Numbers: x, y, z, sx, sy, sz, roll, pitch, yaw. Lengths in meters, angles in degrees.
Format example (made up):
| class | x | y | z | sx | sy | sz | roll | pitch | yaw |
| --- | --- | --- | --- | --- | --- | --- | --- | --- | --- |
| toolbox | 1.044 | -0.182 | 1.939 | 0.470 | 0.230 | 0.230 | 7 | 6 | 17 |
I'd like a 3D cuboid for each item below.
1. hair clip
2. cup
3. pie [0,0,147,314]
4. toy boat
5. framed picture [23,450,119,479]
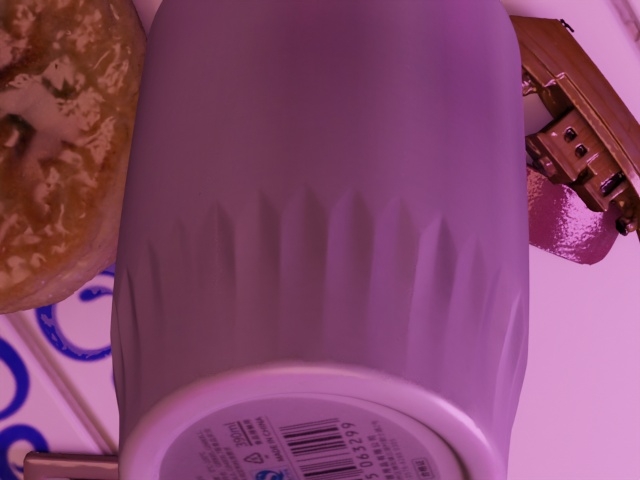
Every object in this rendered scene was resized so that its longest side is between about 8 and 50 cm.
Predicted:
| class | x | y | z | sx | sy | sz | roll | pitch | yaw |
| --- | --- | --- | --- | --- | --- | --- | --- | --- | --- |
| hair clip | 0.154 | -0.026 | 1.071 | 0.137 | 0.022 | 0.054 | 24 | 108 | -5 |
| cup | 0.000 | 0.000 | 0.885 | 0.253 | 0.372 | 0.253 | 2 | 134 | 2 |
| pie | -0.257 | -0.094 | 1.035 | 0.337 | 0.075 | 0.338 | 0 | 106 | 1 |
| toy boat | 0.182 | -0.068 | 1.030 | 0.072 | 0.064 | 0.206 | -37 | 95 | -7 |
| framed picture | -0.121 | 0.317 | 1.173 | 0.231 | 0.024 | 0.315 | 2 | 107 | 0 |
